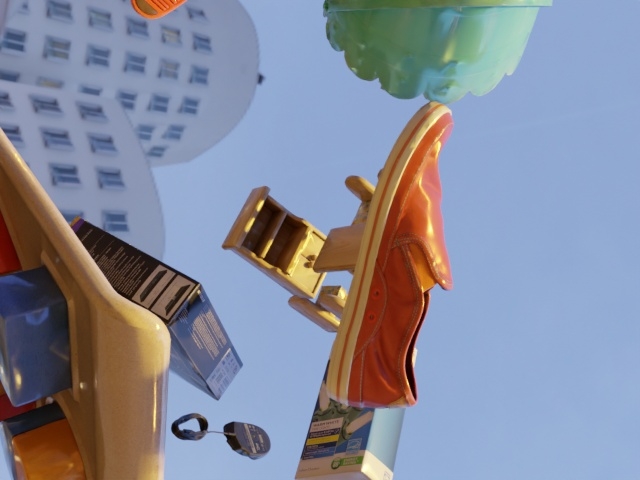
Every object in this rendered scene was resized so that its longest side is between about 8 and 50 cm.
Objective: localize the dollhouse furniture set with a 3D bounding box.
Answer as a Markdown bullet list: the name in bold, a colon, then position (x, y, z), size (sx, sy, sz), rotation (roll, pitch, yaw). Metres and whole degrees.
- **dollhouse furniture set**: position (0.000, 0.000, 1.051), size (0.242, 0.161, 0.212), rotation (-8, -130, 53)

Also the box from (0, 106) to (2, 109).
- **box**: position (-0.384, -0.154, 0.806), size (0.018, 0.067, 0.083), rotation (-51, -157, 0)

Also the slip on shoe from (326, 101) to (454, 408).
- **slip on shoe**: position (0.094, 0.020, 0.778), size (0.101, 0.123, 0.331), rotation (14, -91, 14)

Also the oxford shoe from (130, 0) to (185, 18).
- **oxford shoe**: position (-0.243, -0.478, 1.251), size (0.098, 0.097, 0.271), rotation (6, -119, 51)

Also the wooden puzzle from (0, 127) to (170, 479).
- **wooden puzzle**: position (-0.258, 0.093, 0.643), size (0.348, 0.081, 0.322), rotation (39, -46, 34)

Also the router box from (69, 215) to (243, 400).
- **router box**: position (-0.270, 0.118, 1.184), size (0.243, 0.308, 0.081), rotation (26, -115, 20)

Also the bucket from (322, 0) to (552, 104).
- **bucket**: position (0.147, -0.324, 0.897), size (0.281, 0.281, 0.183), rotation (61, -17, 23)

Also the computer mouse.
- **computer mouse**: position (-0.177, 0.353, 1.320), size (0.041, 0.242, 0.071), rotation (-40, -131, 20)

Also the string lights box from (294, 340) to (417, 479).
- **string lights box**: position (0.062, 0.272, 1.179), size (0.133, 0.077, 0.259), rotation (-20, -143, 36)
